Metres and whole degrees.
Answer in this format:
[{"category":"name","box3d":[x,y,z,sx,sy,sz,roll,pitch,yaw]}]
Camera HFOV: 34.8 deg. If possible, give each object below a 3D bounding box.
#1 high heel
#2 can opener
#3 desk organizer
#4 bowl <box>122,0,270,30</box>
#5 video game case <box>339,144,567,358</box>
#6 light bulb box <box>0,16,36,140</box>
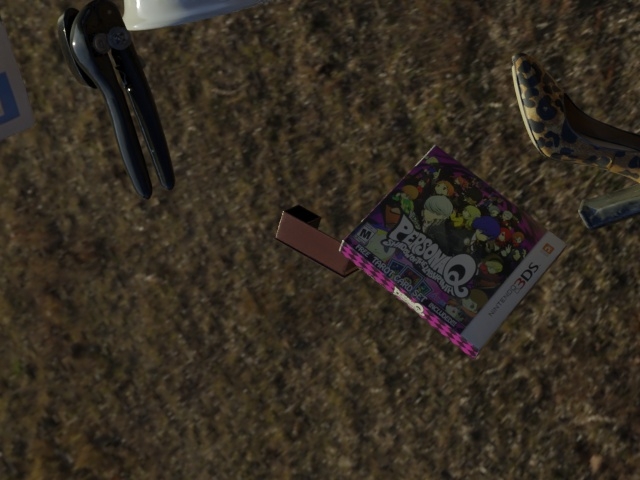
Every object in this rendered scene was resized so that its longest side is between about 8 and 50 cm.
[{"category":"high heel","box3d":[0.349,-0.140,1.193,0.186,0.093,0.261,-21,117,32]},{"category":"can opener","box3d":[-0.175,-0.128,0.923,0.073,0.059,0.186,6,123,65]},{"category":"desk organizer","box3d":[0.000,0.000,1.516,0.130,0.047,0.050,29,119,22]},{"category":"bowl","box3d":[-0.159,-0.404,1.463,0.298,0.298,0.134,0,113,34]},{"category":"video game case","box3d":[0.179,0.010,1.374,0.232,0.210,0.042,40,155,12]},{"category":"light bulb box","box3d":[-0.412,-0.143,0.553,0.361,0.358,0.225,31,141,43]}]
